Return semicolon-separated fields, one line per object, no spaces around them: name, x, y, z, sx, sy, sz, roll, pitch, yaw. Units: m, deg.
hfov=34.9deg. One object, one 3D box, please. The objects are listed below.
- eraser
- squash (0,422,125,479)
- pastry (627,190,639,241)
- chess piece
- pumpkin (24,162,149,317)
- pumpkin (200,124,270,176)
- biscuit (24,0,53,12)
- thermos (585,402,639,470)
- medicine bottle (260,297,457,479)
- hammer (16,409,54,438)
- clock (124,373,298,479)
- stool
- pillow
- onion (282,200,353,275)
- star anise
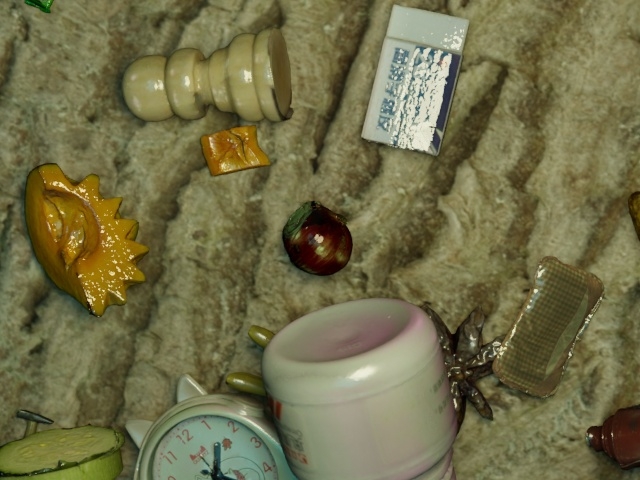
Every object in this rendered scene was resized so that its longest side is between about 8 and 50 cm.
eraser;0.146;-0.243;1.557;0.125;0.068;0.210;14;95;8
squash;-0.407;0.373;1.586;0.220;0.220;0.133;-10;90;7
pastry;0.522;0.005;1.473;0.103;0.189;0.188;-22;91;12
chess piece;-0.181;-0.241;1.567;0.261;0.143;0.142;-5;93;11
pumpkin;-0.375;0.001;1.633;0.130;0.149;0.254;-22;86;-35
pumpkin;-0.137;-0.142;1.614;0.101;0.035;0.073;-15;95;5
biscuit;-0.438;-0.412;1.639;0.046;0.016;0.089;29;97;4
thermos;0.507;0.295;1.515;0.232;0.124;0.099;-13;54;41
medicine bottle;0.069;0.270;1.453;0.256;0.256;0.324;-12;109;7
hammer;-0.493;0.384;1.701;0.062;0.013;0.198;13;95;5
clock;-0.156;0.370;1.614;0.265;0.108;0.324;-39;88;9
stool;-0.076;0.199;1.589;0.110;0.135;0.134;25;130;1
pillow;0.349;0.136;1.555;0.135;0.034;0.211;22;93;-26
onion;0.000;0.000;1.568;0.119;0.117;0.118;3;119;6
star anise;0.192;0.194;1.579;0.197;0.073;0.212;18;93;3
